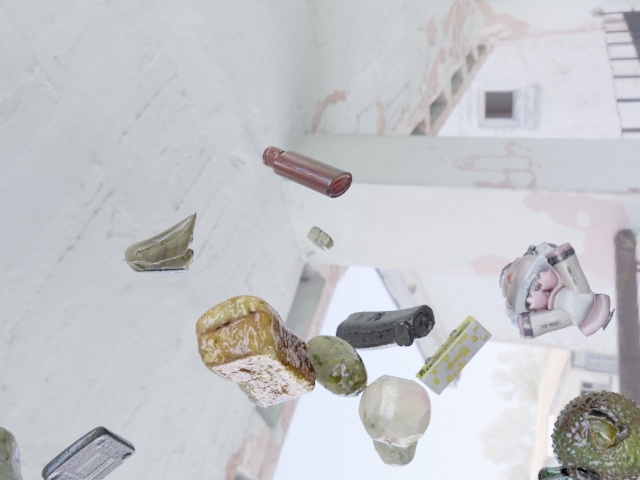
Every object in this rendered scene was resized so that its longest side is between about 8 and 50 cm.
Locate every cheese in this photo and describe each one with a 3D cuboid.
[{"bbox_3d":[-0.005,-0.005,2.069,0.048,0.092,0.171,-50,15,-6],"label":"cheese"}]

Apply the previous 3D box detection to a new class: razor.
[{"bbox_3d":[0.210,0.291,2.072,0.189,0.326,0.107,-32,-76,-48],"label":"razor"}]

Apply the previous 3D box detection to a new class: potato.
[{"bbox_3d":[0.041,0.337,1.696,0.149,0.251,0.113,-11,-70,-26],"label":"potato"}]

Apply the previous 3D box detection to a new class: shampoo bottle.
[{"bbox_3d":[-0.046,-0.188,1.668,0.102,0.260,0.064,-32,-45,-40],"label":"shampoo bottle"}]

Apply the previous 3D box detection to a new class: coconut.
[{"bbox_3d":[0.192,0.419,1.523,0.171,0.182,0.171,-53,24,37],"label":"coconut"}]

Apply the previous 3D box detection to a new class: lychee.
[{"bbox_3d":[0.759,0.535,1.685,0.320,0.269,0.270,121,158,-77],"label":"lychee"}]

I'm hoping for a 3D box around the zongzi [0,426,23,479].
[{"bbox_3d":[-0.678,0.547,1.372,0.356,0.392,0.174,-94,0,-70],"label":"zongzi"}]

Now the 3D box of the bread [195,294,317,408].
[{"bbox_3d":[-0.140,0.251,1.407,0.344,0.195,0.149,61,-165,-55],"label":"bread"}]

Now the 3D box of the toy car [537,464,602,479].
[{"bbox_3d":[0.581,0.555,1.461,0.069,0.142,0.055,-52,-48,-65],"label":"toy car"}]

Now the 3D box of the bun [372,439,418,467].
[{"bbox_3d":[0.207,0.558,1.802,0.183,0.102,0.184,-166,90,-70],"label":"bun"}]

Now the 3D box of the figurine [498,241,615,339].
[{"bbox_3d":[0.586,0.143,1.625,0.253,0.211,0.361,-52,-1,5],"label":"figurine"}]

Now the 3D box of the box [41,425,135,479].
[{"bbox_3d":[-0.395,0.379,1.074,0.126,0.027,0.125,-37,-36,-9],"label":"box"}]

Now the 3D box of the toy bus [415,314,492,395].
[{"bbox_3d":[0.361,0.311,1.692,0.226,0.081,0.074,-46,8,-2],"label":"toy bus"}]

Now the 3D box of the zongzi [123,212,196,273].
[{"bbox_3d":[-0.452,0.003,1.794,0.194,0.099,0.198,-2,-57,-35],"label":"zongzi"}]
